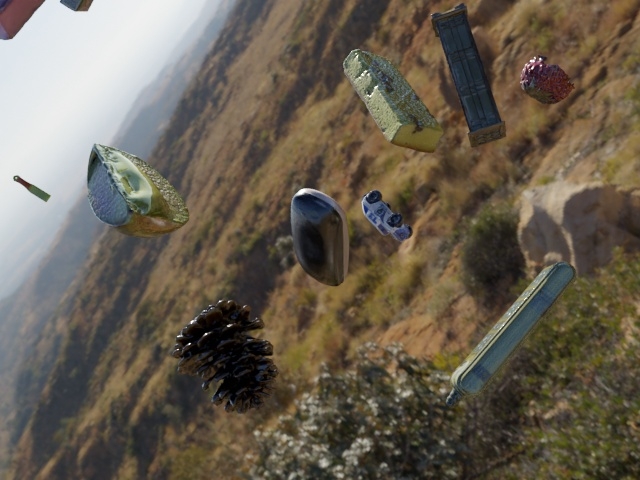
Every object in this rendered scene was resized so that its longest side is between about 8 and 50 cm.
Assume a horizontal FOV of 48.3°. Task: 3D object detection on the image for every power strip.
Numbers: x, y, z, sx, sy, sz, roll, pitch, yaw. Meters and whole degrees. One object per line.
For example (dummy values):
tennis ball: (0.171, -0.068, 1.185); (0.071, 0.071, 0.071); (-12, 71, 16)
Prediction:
power strip: (0.385, 0.193, 1.480); (0.387, 0.066, 0.092); (-47, -4, -11)

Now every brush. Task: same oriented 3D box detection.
brush: (-0.609, -0.110, 1.503); (0.021, 0.083, 0.019); (-10, 48, 61)

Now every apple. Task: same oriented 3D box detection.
apple: (-0.369, -0.079, 1.452); (0.120, 0.193, 0.265); (-53, 49, 16)

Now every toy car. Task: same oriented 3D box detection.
toy car: (0.161, -0.062, 1.831); (0.070, 0.080, 0.171); (-42, 51, 3)

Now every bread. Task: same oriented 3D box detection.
bread: (0.177, -0.363, 1.813); (0.077, 0.138, 0.361); (-61, 38, 34)

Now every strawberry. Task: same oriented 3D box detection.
strawberry: (0.587, -0.409, 1.863); (0.086, 0.145, 0.145); (-58, 22, -6)

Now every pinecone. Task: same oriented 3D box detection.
pinecone: (-0.224, 0.296, 1.744); (0.246, 0.246, 0.292); (-43, 58, 14)

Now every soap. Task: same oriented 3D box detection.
soap: (-0.708, -0.566, 1.600); (0.181, 0.081, 0.259); (14, 59, 17)

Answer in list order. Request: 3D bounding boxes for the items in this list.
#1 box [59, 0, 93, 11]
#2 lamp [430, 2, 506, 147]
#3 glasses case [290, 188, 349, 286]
box: (-0.347, -0.482, 1.163); (0.235, 0.034, 0.132); (-57, 18, 9)
lamp: (0.342, -0.383, 1.659); (0.090, 0.089, 0.325); (-16, 72, 12)
glasses case: (0.000, 0.000, 1.541); (0.075, 0.122, 0.314); (-50, -23, -26)
